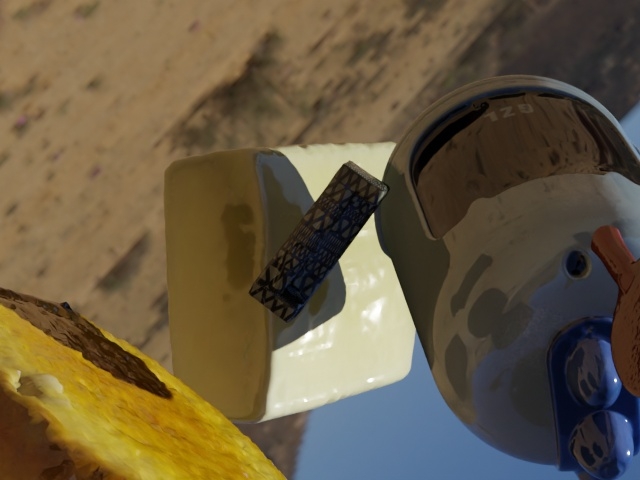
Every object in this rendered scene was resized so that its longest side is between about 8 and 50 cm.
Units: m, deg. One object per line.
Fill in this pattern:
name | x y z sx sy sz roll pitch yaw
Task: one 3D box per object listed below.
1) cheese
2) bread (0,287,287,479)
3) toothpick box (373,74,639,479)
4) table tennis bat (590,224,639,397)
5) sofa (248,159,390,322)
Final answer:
cheese | -0.022 0.032 1.488 0.124 0.242 0.265 -5 -178 32
bread | -0.140 0.152 0.863 0.172 0.312 0.312 -56 179 7
toothpick box | 0.187 0.042 1.285 0.263 0.263 0.354 -47 -159 15
table tennis bat | 0.203 0.036 1.007 0.154 0.019 0.098 -108 -145 -59
sofa | 0.000 0.000 1.131 0.118 0.039 0.060 -54 176 8
